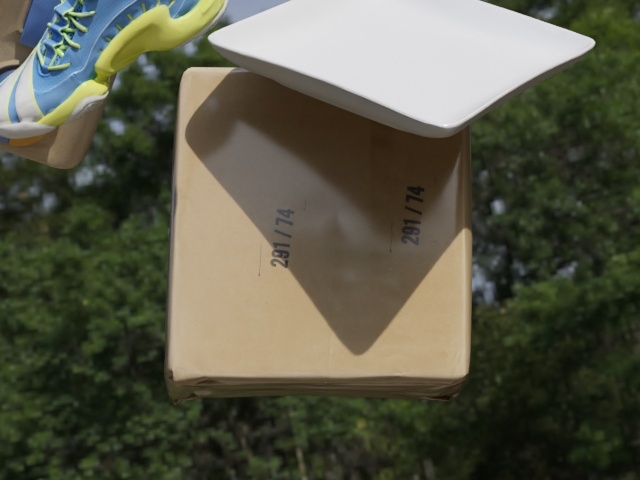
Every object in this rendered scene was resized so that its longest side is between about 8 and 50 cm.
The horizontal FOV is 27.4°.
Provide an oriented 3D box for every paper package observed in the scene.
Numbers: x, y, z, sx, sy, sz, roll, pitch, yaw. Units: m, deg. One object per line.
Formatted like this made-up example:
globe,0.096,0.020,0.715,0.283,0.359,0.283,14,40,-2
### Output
paper package,0.000,0.000,1.349,0.310,0.324,0.168,1,-14,-3

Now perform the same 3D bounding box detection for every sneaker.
sneaker,-0.198,-0.191,1.104,0.240,0.091,0.126,-36,-47,-10

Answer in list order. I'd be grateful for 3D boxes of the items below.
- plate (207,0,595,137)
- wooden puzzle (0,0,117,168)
plate,0.079,-0.177,1.260,0.278,0.045,0.277,24,37,29
wooden puzzle,-0.422,-0.256,1.663,0.348,0.080,0.322,16,-59,-19
